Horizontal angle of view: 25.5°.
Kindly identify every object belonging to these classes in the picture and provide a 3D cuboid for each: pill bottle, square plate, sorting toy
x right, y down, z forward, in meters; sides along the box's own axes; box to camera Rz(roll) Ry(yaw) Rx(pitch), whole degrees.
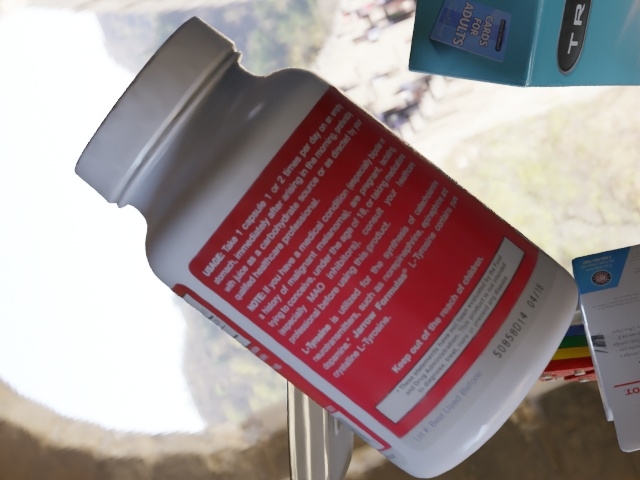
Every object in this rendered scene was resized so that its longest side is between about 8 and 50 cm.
[{"bbox_3d":[0.000,0.000,1.222,0.408,0.229,0.229,38,180,-4],"label":"pill bottle"},{"bbox_3d":[0.005,0.206,1.917,0.344,0.049,0.347,-54,-37,-77],"label":"square plate"},{"bbox_3d":[0.382,0.129,1.876,0.255,0.257,0.089,5,-108,-42],"label":"sorting toy"}]

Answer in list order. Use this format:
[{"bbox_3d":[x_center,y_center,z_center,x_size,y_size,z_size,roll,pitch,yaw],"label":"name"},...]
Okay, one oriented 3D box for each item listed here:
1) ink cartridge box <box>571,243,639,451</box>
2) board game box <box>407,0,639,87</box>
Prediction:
[{"bbox_3d":[0.294,0.096,1.261,0.060,0.104,0.180,63,-164,-72],"label":"ink cartridge box"},{"bbox_3d":[0.180,-0.226,0.893,0.336,0.079,0.253,-12,-69,-59],"label":"board game box"}]
